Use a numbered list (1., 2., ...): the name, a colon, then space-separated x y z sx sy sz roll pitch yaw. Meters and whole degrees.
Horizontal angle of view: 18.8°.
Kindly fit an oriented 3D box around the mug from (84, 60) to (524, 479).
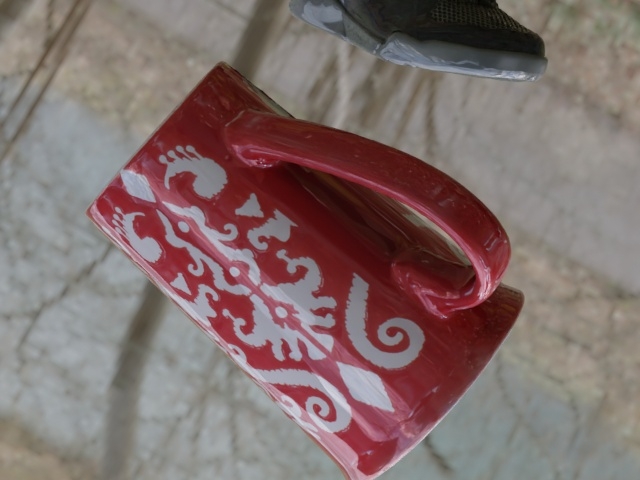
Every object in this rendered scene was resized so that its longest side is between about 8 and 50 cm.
1. mug: 0.001 -0.002 0.841 0.169 0.113 0.150 42 114 -4

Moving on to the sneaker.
1. sneaker: 0.070 -0.178 1.259 0.087 0.130 0.227 5 -162 -35
